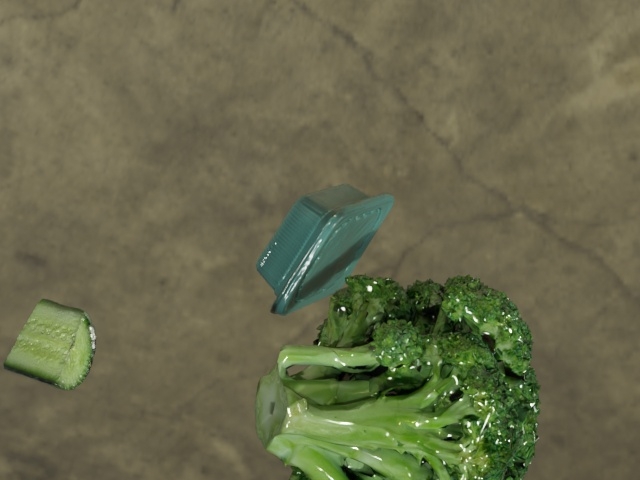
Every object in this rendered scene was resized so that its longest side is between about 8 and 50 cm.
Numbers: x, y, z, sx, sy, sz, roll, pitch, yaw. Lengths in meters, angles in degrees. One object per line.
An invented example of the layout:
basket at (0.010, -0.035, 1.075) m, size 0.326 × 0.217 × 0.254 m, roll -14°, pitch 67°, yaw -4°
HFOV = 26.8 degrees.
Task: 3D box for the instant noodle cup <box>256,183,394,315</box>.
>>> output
instant noodle cup at (0.000, 0.000, 1.593) m, size 0.070 × 0.179 × 0.157 m, roll 40°, pitch 114°, yaw 16°

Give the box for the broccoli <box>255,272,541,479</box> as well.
broccoli at (0.065, 0.161, 1.250) m, size 0.275 × 0.307 × 0.308 m, roll 14°, pitch 137°, yaw -27°

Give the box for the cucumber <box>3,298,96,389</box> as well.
cucumber at (-0.373, 0.151, 1.888) m, size 0.115 × 0.116 × 0.062 m, roll 14°, pitch 155°, yaw 29°
